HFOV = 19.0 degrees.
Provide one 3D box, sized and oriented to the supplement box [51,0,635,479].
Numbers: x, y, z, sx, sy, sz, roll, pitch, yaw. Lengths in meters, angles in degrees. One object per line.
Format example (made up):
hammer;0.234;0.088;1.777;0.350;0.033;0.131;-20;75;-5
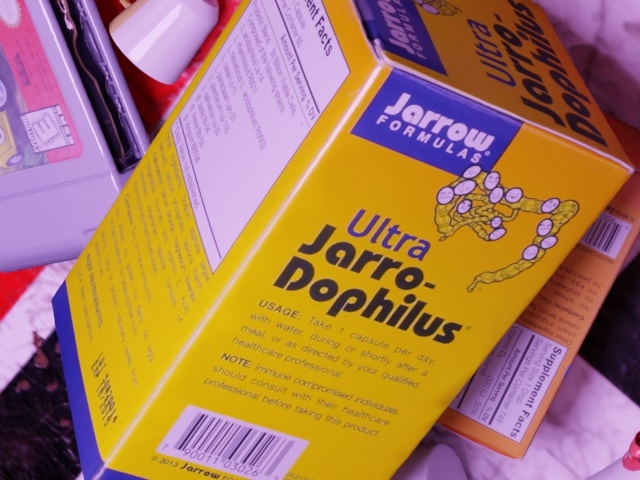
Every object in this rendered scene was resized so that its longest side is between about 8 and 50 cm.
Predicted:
supplement box;0.000;0.000;1.237;0.195;0.194;0.356;20;121;-29

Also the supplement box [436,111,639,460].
supplement box;0.155;0.031;1.294;0.080;0.078;0.233;28;116;6

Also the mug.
mug;-0.110;-0.159;1.339;0.078;0.062;0.064;43;109;-5

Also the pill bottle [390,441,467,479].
pill bottle;-0.001;0.207;1.390;0.208;0.119;0.119;-10;104;23

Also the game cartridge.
game cartridge;-0.232;-0.120;1.374;0.196;0.060;0.294;-10;106;44

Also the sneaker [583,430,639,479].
sneaker;0.267;0.106;1.274;0.270;0.090;0.145;-18;100;21
